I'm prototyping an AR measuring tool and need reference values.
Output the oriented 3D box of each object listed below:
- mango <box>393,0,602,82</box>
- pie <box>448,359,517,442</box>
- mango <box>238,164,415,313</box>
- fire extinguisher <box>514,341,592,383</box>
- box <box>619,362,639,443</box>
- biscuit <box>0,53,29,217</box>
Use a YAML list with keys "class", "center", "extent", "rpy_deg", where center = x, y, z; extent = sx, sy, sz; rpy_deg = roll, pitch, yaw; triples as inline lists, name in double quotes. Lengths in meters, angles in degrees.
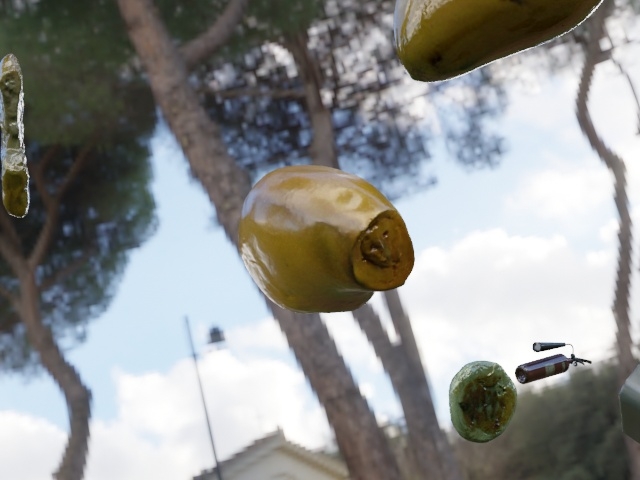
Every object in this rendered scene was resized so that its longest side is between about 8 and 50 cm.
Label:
- class: "mango"
  center: [0.228, -0.328, 1.809]
  extent: [0.317, 0.211, 0.173]
  rpy_deg: [-32, -31, 11]
- class: "pie"
  center: [0.157, 0.154, 1.352]
  extent: [0.085, 0.085, 0.017]
  rpy_deg: [2, 0, -35]
- class: "mango"
  center: [-0.002, -0.003, 1.591]
  extent: [0.144, 0.187, 0.359]
  rpy_deg: [-44, 2, -16]
- class: "fire extinguisher"
  center: [0.272, 0.138, 1.666]
  extent: [0.100, 0.046, 0.032]
  rpy_deg: [-12, -3, -34]
- class: "box"
  center: [0.496, 0.184, 1.810]
  extent: [0.243, 0.135, 0.163]
  rpy_deg: [-46, -35, -19]
- class: "biscuit"
  center: [-0.425, -0.142, 1.950]
  extent: [0.039, 0.183, 0.174]
  rpy_deg: [-2, -52, -14]
